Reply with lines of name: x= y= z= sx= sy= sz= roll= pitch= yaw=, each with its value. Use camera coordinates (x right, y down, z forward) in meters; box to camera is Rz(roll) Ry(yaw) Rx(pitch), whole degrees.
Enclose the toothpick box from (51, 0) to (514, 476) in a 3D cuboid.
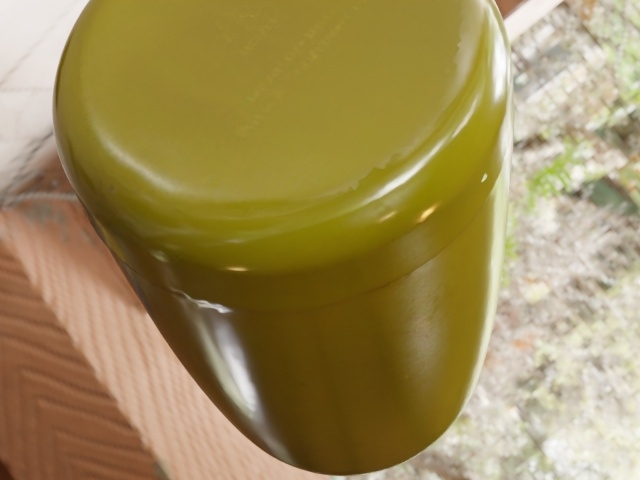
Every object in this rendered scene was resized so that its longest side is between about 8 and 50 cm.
toothpick box: x=0.000 y=0.000 z=0.545 sx=0.175 sy=0.175 sz=0.271 roll=-36 pitch=149 yaw=-13
